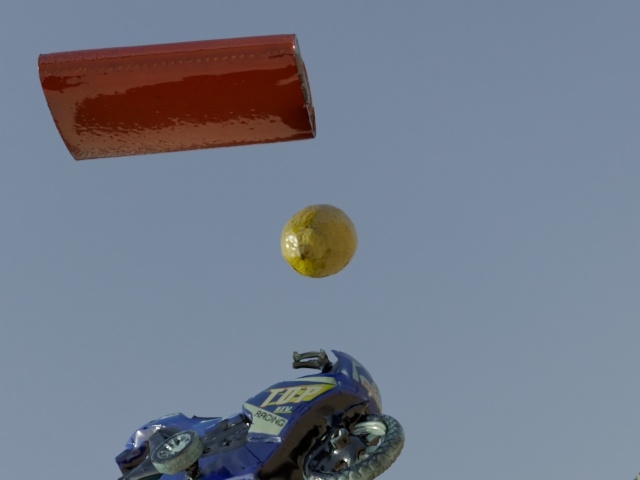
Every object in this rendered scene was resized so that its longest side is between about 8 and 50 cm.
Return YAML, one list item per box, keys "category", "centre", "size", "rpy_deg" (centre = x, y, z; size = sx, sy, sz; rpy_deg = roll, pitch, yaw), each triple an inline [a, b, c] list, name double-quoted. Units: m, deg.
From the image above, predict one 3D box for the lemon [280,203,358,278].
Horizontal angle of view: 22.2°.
- category: "lemon"
  centre: [0.000, 0.000, 1.339]
  size: [0.062, 0.062, 0.083]
  rpy_deg: [-59, -9, 25]

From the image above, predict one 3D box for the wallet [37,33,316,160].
- category: "wallet"
  centre: [-0.110, -0.115, 1.294]
  size: [0.204, 0.045, 0.142]
  rpy_deg: [-5, -26, 5]

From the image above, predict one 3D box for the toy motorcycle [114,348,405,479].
- category: "toy motorcycle"
  centre: [-0.052, 0.167, 1.311]
  size: [0.113, 0.315, 0.169]
  rpy_deg: [60, -144, -19]

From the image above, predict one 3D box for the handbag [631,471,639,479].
- category: "handbag"
  centre: [0.318, 0.245, 0.944]
  size: [0.240, 0.341, 0.247]
  rpy_deg: [-47, -49, 2]
